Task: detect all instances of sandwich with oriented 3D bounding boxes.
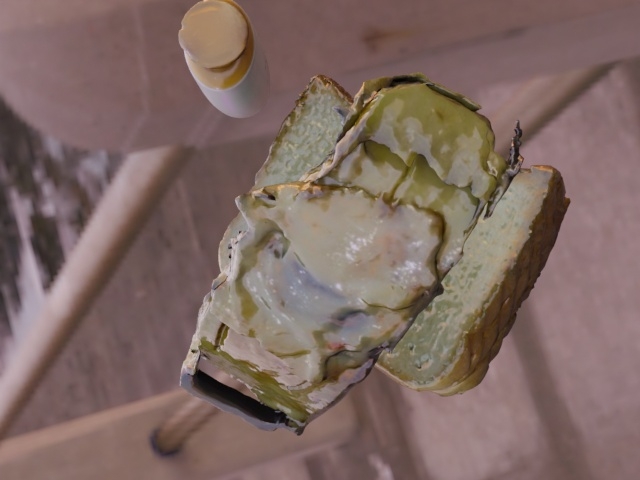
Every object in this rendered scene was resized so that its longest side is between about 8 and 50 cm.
[{"bbox_3d":[0.047,-0.002,1.209,0.215,0.186,0.065,28,175,25],"label":"sandwich"}]

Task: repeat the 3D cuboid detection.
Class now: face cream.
[{"bbox_3d":[-0.065,-0.128,1.212,0.182,0.051,0.072,60,-155,-83],"label":"face cream"}]

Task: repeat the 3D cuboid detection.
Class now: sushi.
[{"bbox_3d":[-0.001,0.005,1.035,0.291,0.139,0.131,-51,16,46],"label":"sushi"}]
